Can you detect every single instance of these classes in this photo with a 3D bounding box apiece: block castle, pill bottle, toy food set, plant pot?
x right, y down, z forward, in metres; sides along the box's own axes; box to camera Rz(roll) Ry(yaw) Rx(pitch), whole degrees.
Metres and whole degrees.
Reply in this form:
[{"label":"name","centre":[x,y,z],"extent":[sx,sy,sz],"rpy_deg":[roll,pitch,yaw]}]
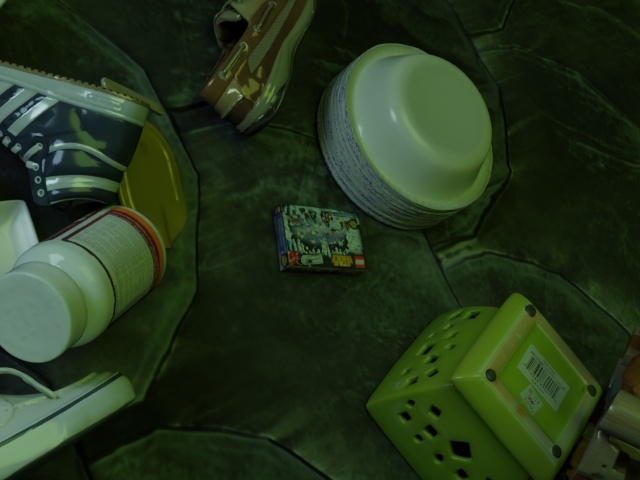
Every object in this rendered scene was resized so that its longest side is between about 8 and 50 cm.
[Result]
[{"label":"block castle","centre":[0.452,0.280,1.335],"extent":[0.213,0.453,0.303],"rpy_deg":[25,53,15]},{"label":"pill bottle","centre":[-0.267,0.046,1.145],"extent":[0.121,0.121,0.221],"rpy_deg":[52,24,-5]},{"label":"toy food set","centre":[-0.244,-0.084,1.317],"extent":[0.128,0.071,0.217],"rpy_deg":[11,62,-59]},{"label":"plant pot","centre":[0.241,0.219,1.427],"extent":[0.228,0.207,0.227],"rpy_deg":[50,50,-5]}]

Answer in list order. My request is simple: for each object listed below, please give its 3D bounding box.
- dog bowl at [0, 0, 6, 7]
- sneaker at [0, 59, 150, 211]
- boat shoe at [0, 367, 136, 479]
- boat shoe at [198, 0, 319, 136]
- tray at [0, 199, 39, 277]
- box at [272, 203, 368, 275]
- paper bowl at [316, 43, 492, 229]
[{"label":"dog bowl","centre":[-0.488,-0.355,1.191],"extent":[0.265,0.104,0.264],"rpy_deg":[17,66,-45]},{"label":"sneaker","centre":[-0.354,-0.125,1.210],"extent":[0.282,0.099,0.153],"rpy_deg":[14,91,2]},{"label":"boat shoe","centre":[-0.374,0.189,1.058],"extent":[0.367,0.136,0.156],"rpy_deg":[-26,83,-31]},{"label":"boat shoe","centre":[-0.090,-0.305,1.491],"extent":[0.120,0.122,0.324],"rpy_deg":[27,55,-20]},{"label":"tray","centre":[-0.434,0.043,1.136],"extent":[0.270,0.030,0.145],"rpy_deg":[-13,76,-39]},{"label":"box","centre":[0.000,0.000,1.471],"extent":[0.137,0.027,0.094],"rpy_deg":[4,68,-35]},{"label":"paper bowl","centre":[0.147,-0.171,1.581],"extent":[0.284,0.148,0.284],"rpy_deg":[14,62,-29]}]
